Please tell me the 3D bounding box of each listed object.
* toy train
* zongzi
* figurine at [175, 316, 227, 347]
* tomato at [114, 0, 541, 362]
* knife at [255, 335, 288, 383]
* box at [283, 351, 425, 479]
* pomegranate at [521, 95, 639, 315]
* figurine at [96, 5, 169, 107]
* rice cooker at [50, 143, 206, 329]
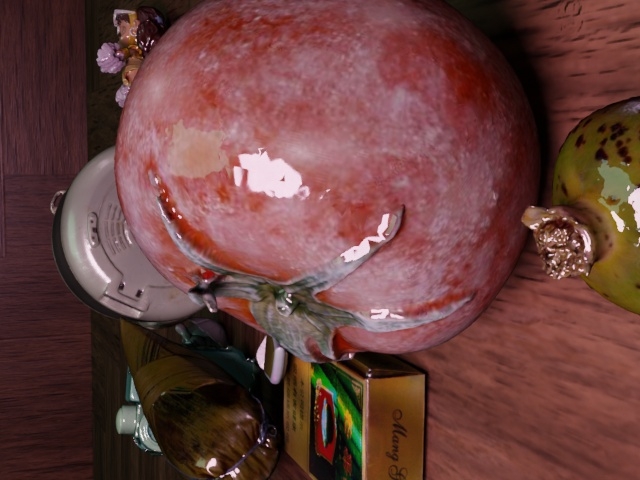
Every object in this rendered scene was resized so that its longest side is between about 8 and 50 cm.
[{"bbox_3d":[-0.193,0.233,1.338,0.112,0.203,0.163,150,124,-68],"label":"toy train"},{"bbox_3d":[-0.174,0.192,1.150,0.300,0.138,0.286,49,167,7],"label":"zongzi"},{"bbox_3d":[-0.195,0.163,1.481,0.082,0.094,0.086,-51,-4,4],"label":"figurine"},{"bbox_3d":[0.002,-0.051,0.694,0.317,0.317,0.282,-40,27,62],"label":"tomato"},{"bbox_3d":[-0.066,0.139,1.133,0.343,0.027,0.061,153,122,-82],"label":"knife"},{"bbox_3d":[0.028,0.182,0.963,0.240,0.071,0.159,-163,75,-68],"label":"box"},{"bbox_3d":[0.184,-0.019,0.502,0.130,0.130,0.130,178,90,-67],"label":"pomegranate"},{"bbox_3d":[-0.340,-0.336,1.722,0.175,0.116,0.240,80,-170,-63],"label":"figurine"},{"bbox_3d":[-0.266,-0.006,1.398,0.277,0.288,0.288,163,104,-69],"label":"rice cooker"}]
